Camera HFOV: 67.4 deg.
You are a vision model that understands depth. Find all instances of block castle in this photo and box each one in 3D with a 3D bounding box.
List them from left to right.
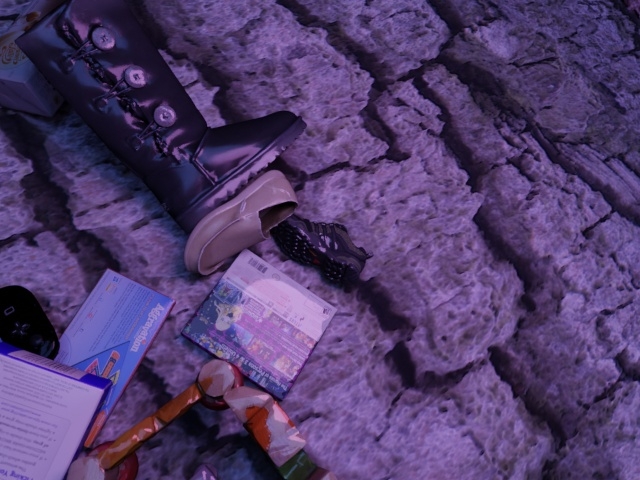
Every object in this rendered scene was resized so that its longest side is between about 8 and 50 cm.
[{"bbox_3d":[-0.132,0.431,0.736,0.303,0.213,0.453,-36,79,-20],"label":"block castle"}]

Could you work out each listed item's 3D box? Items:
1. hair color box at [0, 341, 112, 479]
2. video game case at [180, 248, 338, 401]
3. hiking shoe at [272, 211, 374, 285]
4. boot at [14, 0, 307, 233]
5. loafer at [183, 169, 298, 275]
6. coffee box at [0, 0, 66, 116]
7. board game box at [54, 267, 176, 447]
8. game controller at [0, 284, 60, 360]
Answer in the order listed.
[{"bbox_3d":[-0.471,0.342,0.697,0.185,0.110,0.339,25,75,-11],"label":"hair color box"},{"bbox_3d":[-0.114,0.159,0.937,0.232,0.042,0.210,33,64,1],"label":"video game case"},{"bbox_3d":[0.000,0.000,1.021,0.226,0.086,0.114,36,42,8],"label":"hiking shoe"},{"bbox_3d":[-0.282,-0.295,0.948,0.367,0.146,0.445,-45,103,-24],"label":"boot"},{"bbox_3d":[-0.149,-0.027,0.930,0.092,0.102,0.268,39,77,27],"label":"loafer"},{"bbox_3d":[-0.570,-0.388,0.995,0.141,0.098,0.247,15,64,13],"label":"coffee box"},{"bbox_3d":[-0.395,0.201,0.859,0.145,0.027,0.281,26,65,-1],"label":"board game box"},{"bbox_3d":[-0.598,0.210,0.774,0.319,0.067,0.166,-35,81,-20],"label":"game controller"}]
